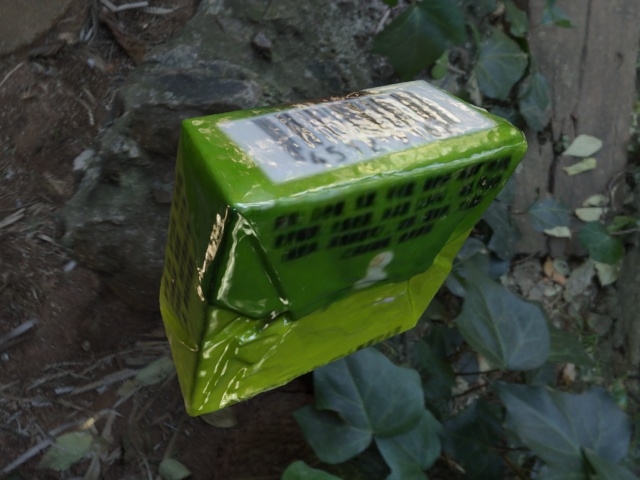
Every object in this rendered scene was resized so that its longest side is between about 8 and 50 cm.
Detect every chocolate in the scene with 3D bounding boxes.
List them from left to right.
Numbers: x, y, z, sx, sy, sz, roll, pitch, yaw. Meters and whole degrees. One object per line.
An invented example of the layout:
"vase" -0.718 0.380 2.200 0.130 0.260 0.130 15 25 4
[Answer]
"chocolate" 0.000 0.000 0.623 0.301 0.288 0.137 -15 54 -31
